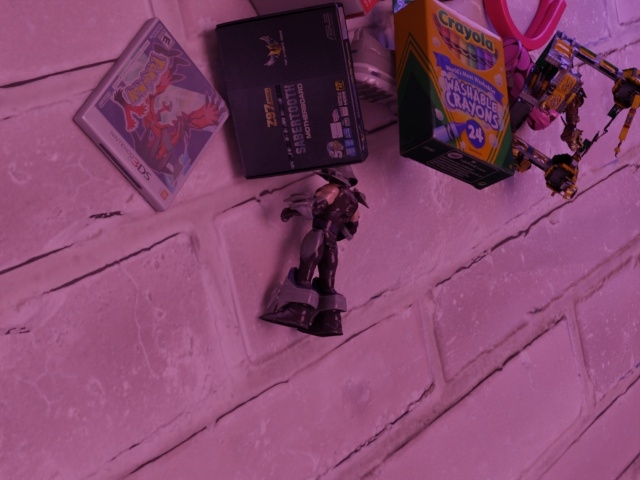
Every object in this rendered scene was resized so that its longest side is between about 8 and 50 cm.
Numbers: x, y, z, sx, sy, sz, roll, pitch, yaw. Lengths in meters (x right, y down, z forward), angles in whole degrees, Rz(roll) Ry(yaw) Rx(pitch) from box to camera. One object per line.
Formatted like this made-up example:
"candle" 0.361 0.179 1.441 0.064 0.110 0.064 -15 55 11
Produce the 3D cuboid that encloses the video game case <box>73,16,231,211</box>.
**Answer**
"video game case" -0.224 -0.173 1.439 0.183 0.023 0.201 51 52 -34

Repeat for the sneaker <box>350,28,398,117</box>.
"sneaker" 0.153 -0.282 1.808 0.281 0.105 0.115 17 76 -46

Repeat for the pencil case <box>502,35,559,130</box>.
"pencil case" 0.412 -0.310 2.116 0.209 0.095 0.098 42 23 -37

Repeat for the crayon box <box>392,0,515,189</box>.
"crayon box" 0.221 -0.269 1.756 0.203 0.083 0.323 18 60 -38

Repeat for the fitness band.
"fitness band" 0.426 -0.520 2.175 0.209 0.054 0.291 53 51 -29

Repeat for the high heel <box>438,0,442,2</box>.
"high heel" 0.173 -0.548 1.890 0.261 0.093 0.186 63 23 -8

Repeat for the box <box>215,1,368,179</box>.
"box" -0.040 -0.216 1.522 0.059 0.183 0.232 -49 131 -72

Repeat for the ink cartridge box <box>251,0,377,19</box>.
"ink cartridge box" 0.034 -0.450 1.613 0.273 0.197 0.114 -56 128 -34

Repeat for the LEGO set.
"LEGO set" 0.448 -0.220 1.961 0.255 0.331 0.192 40 32 -3

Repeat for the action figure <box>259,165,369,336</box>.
"action figure" 0.000 0.000 1.617 0.185 0.099 0.285 28 72 -52
